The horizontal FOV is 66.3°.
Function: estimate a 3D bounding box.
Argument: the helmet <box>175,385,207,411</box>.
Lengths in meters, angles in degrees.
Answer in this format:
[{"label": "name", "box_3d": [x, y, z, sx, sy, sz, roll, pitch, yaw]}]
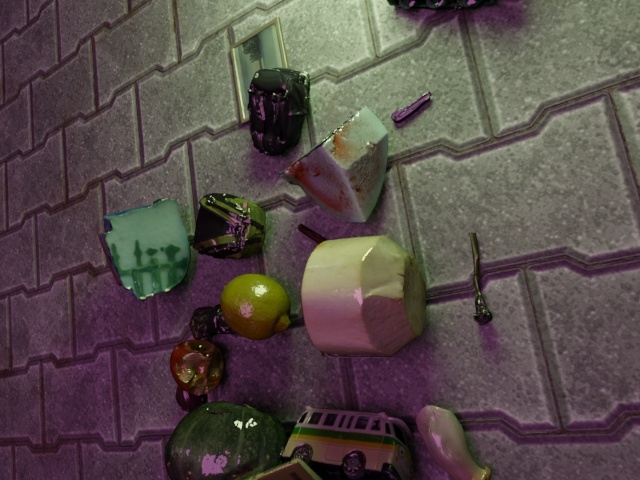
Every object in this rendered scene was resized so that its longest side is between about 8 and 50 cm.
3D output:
[{"label": "helmet", "box_3d": [-0.423, 0.504, 1.578, 0.098, 0.070, 0.123, -16, 76, 30]}]

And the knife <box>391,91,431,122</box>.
[{"label": "knife", "box_3d": [0.238, -0.348, 1.280, 0.121, 0.018, 0.031, -33, 71, 24]}]

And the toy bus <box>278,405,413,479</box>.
[{"label": "toy bus", "box_3d": [0.077, 0.509, 1.193, 0.306, 0.143, 0.179, -8, 37, 32]}]

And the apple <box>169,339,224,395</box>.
[{"label": "apple", "box_3d": [-0.384, 0.392, 1.518, 0.147, 0.156, 0.158, 20, 107, 41]}]

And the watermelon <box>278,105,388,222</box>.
[{"label": "watermelon", "box_3d": [0.040, -0.174, 1.271, 0.320, 0.214, 0.289, -23, 75, 17]}]

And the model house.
[{"label": "model house", "box_3d": [-0.624, 0.029, 1.692, 0.329, 0.252, 0.294, -1, 109, 54]}]

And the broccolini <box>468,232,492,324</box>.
[{"label": "broccolini", "box_3d": [0.366, 0.089, 1.150, 0.044, 0.042, 0.218, -14, 72, 32]}]

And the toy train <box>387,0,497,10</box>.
[{"label": "toy train", "box_3d": [0.301, -0.679, 1.213, 0.331, 0.139, 0.178, 19, 86, 35]}]

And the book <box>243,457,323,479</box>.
[{"label": "book", "box_3d": [-0.137, 0.651, 1.179, 0.352, 0.239, 0.035, -28, 26, 15]}]

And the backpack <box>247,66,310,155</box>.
[{"label": "backpack", "box_3d": [-0.131, -0.379, 1.451, 0.206, 0.133, 0.258, 18, 112, 30]}]

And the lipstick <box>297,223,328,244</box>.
[{"label": "lipstick", "box_3d": [0.000, 0.000, 1.389, 0.177, 0.027, 0.027, 33, 103, 32]}]

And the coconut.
[{"label": "coconut", "box_3d": [0.085, 0.135, 1.168, 0.323, 0.323, 0.322, -4, 83, 32]}]

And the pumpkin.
[{"label": "pumpkin", "box_3d": [-0.242, 0.575, 1.331, 0.328, 0.291, 0.257, 11, 63, 16]}]

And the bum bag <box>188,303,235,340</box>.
[{"label": "bum bag", "box_3d": [-0.316, 0.249, 1.537, 0.248, 0.069, 0.102, -16, 54, 29]}]

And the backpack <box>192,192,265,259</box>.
[{"label": "backpack", "box_3d": [-0.283, -0.040, 1.503, 0.254, 0.140, 0.206, 9, 92, 37]}]

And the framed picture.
[{"label": "framed picture", "box_3d": [-0.192, -0.542, 1.571, 0.213, 0.016, 0.289, -17, 76, 30]}]

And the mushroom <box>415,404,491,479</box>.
[{"label": "mushroom", "box_3d": [0.299, 0.474, 1.116, 0.097, 0.088, 0.212, -32, 71, -9]}]

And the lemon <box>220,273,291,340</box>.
[{"label": "lemon", "box_3d": [-0.190, 0.183, 1.397, 0.249, 0.184, 0.184, 26, 99, 27]}]
